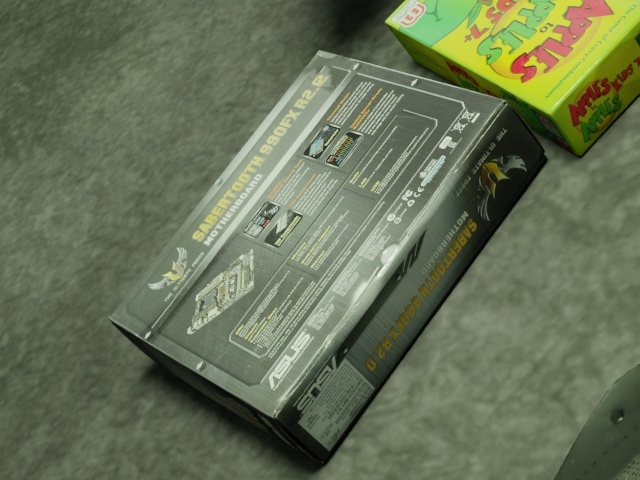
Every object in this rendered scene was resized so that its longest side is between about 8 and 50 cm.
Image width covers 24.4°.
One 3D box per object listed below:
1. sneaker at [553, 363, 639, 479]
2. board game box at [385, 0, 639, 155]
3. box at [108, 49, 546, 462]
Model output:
[{"bbox_3d":[0.198,0.063,0.504,0.483,0.185,0.202,-43,32,30],"label":"sneaker"},{"bbox_3d":[0.128,-0.129,0.921,0.092,0.043,0.181,-46,39,-4],"label":"board game box"},{"bbox_3d":[0.000,0.000,0.903,0.183,0.056,0.231,22,71,49],"label":"box"}]
